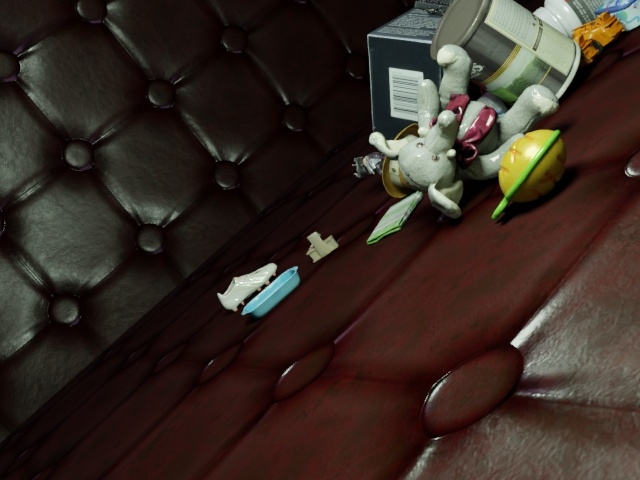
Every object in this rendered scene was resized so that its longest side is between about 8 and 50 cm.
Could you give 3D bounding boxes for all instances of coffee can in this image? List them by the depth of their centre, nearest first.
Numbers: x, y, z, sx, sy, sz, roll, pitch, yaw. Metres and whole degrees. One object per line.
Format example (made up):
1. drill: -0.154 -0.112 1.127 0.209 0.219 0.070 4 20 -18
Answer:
1. coffee can: 0.421 -0.437 1.716 0.202 0.275 0.202 -53 21 31

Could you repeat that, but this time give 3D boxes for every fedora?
1. fedora: 0.235 -0.188 1.860 0.079 0.194 0.194 26 59 37

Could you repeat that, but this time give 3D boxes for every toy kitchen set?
1. toy kitchen set: 0.000 0.000 2.019 0.083 0.068 0.075 -34 12 23

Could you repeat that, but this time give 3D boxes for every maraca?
1. maraca: 0.348 -0.110 1.273 0.127 0.099 0.186 -36 -20 -48

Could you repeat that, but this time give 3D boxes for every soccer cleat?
1. soccer cleat: -0.211 0.124 2.187 0.196 0.076 0.068 -41 11 -13

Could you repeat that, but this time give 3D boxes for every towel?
1. towel: 0.179 -0.051 1.785 0.113 0.023 0.152 -31 15 44

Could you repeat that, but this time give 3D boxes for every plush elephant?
1. plush elephant: 0.256 -0.197 1.508 0.255 0.271 0.330 -31 -27 -47

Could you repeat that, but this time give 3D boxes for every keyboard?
1. keyboard: 0.330 -0.615 1.966 0.108 0.023 0.180 -31 38 -33

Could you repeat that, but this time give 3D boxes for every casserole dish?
1. casserole dish: -0.121 0.140 1.933 0.188 0.037 0.114 -42 12 -12

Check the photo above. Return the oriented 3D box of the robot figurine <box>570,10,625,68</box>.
1. robot figurine: 0.608 -0.467 1.884 0.211 0.085 0.291 -42 11 -19

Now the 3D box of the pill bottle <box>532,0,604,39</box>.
1. pill bottle: 0.714 -0.638 2.031 0.283 0.161 0.161 -37 11 8

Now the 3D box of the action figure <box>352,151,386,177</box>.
1. action figure: 0.212 -0.234 2.138 0.284 0.099 0.185 -21 5 34

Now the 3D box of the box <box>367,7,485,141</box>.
1. box: 0.319 -0.464 2.025 0.211 0.294 0.395 16 38 31

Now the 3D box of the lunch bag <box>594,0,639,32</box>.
1. lunch bag: 0.796 -0.604 1.826 0.219 0.090 0.176 -39 14 5

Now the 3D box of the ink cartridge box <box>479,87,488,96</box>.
1. ink cartridge box: 0.510 -0.465 2.031 0.078 0.134 0.231 5 40 39

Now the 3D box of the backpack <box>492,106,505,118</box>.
1. backpack: 0.394 -0.258 1.739 0.105 0.084 0.114 -36 8 3

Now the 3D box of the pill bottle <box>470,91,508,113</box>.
1. pill bottle: 0.368 -0.279 1.847 0.180 0.108 0.108 -40 11 -8
